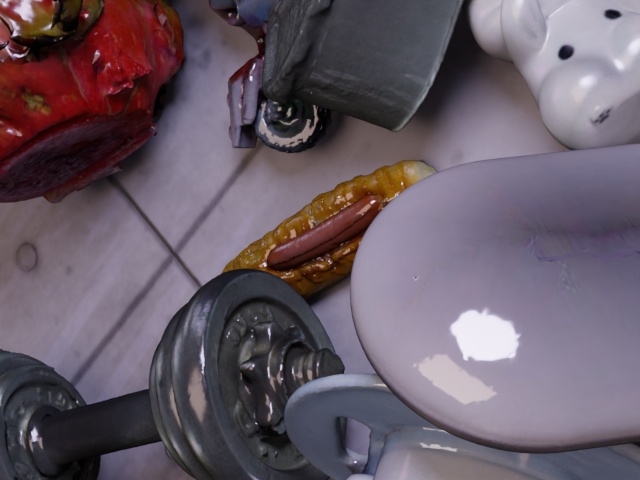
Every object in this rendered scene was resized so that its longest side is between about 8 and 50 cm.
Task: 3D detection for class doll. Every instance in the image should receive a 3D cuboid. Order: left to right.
[{"bbox_3d":[0.168,-0.141,1.286,0.110,0.107,0.181,-36,70,-2],"label":"doll"}]

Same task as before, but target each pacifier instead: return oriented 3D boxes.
[{"bbox_3d":[0.129,0.124,1.292,0.287,0.238,0.226,14,65,16],"label":"pacifier"}]

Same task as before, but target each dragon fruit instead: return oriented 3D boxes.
[{"bbox_3d":[-0.257,-0.186,1.484,0.250,0.269,0.291,-28,78,20],"label":"dragon fruit"}]

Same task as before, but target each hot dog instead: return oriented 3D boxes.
[{"bbox_3d":[0.000,0.000,1.433,0.215,0.047,0.066,-29,72,30],"label":"hot dog"}]

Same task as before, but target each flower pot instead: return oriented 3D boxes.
[{"bbox_3d":[0.043,-0.180,1.303,0.103,0.108,0.229,-91,19,-45],"label":"flower pot"}]

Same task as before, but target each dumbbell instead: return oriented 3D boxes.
[{"bbox_3d":[-0.151,0.140,1.449,0.406,0.179,0.179,-18,80,35],"label":"dumbbell"}]

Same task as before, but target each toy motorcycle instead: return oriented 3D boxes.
[{"bbox_3d":[-0.052,-0.170,1.445,0.122,0.082,0.213,-4,89,34],"label":"toy motorcycle"}]

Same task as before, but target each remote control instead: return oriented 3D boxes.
[{"bbox_3d":[0.183,0.030,1.182,0.103,0.332,0.221,96,165,-47],"label":"remote control"}]
